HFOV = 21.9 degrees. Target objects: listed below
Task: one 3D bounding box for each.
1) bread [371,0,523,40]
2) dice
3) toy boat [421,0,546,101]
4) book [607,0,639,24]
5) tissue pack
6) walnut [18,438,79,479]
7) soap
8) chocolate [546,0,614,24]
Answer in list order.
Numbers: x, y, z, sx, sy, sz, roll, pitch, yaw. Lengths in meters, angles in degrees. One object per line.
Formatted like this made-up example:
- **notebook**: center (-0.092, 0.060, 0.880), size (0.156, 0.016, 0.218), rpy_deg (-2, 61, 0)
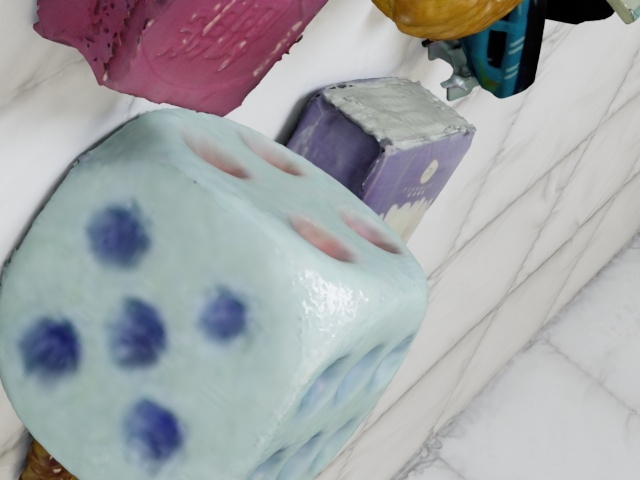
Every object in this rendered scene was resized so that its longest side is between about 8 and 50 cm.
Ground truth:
- **bread**: center (0.137, -0.311, 1.338), size (0.312, 0.172, 0.312), rpy_deg (-45, 163, -17)
- **dice**: center (-0.087, 0.066, 1.367), size (0.265, 0.262, 0.268), rpy_deg (-56, 165, 14)
- **toy boat**: center (0.156, -0.239, 1.685), size (0.092, 0.134, 0.299), rpy_deg (-23, 159, -5)
- **book**: center (0.338, -0.382, 1.730), size (0.283, 0.215, 0.025), rpy_deg (-46, -168, -30)
- **tissue pack**: center (0.000, 0.000, 1.727), size (0.344, 0.125, 0.242), rpy_deg (-58, 163, 22)
- **walnut**: center (-0.230, 0.200, 1.624), size (0.143, 0.069, 0.170), rpy_deg (-47, 167, -23)
- **soap**: center (-0.095, -0.173, 1.135), size (0.162, 0.099, 0.250), rpy_deg (-48, 166, 13)
- **chocolate**: center (0.283, -0.318, 1.906), size (0.080, 0.125, 0.148), rpy_deg (-57, -157, -15)
